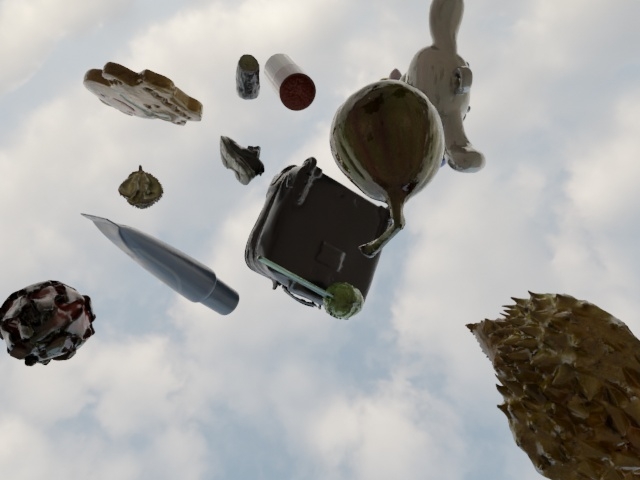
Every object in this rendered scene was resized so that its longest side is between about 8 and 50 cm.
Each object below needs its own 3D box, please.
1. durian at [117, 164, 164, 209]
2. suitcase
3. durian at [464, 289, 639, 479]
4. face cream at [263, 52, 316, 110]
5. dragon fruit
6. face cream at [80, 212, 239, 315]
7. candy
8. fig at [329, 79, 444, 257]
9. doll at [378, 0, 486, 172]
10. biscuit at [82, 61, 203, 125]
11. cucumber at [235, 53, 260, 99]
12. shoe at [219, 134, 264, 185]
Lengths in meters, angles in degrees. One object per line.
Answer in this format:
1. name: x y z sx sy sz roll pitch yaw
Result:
1. durian: -0.469 -0.130 1.233 0.110 0.071 0.140 8 -129 -31
2. suitcase: 0.000 0.000 1.250 0.345 0.188 0.339 28 -107 -33
3. durian: 0.329 0.176 0.607 0.186 0.195 0.305 -8 -130 -37
4. face cream: -0.083 -0.414 1.235 0.096 0.095 0.214 -22 -143 -3
5. dragon fruit: -0.546 0.164 0.953 0.189 0.182 0.182 34 -103 35
6. face cream: -0.325 0.053 1.027 0.136 0.385 0.086 10 -115 44
7. candy: -0.019 0.099 1.045 0.092 0.335 0.093 -48 -135 10
8. fig: 0.081 -0.103 0.588 0.148 0.142 0.186 -21 -125 23
9. doll: 0.246 -0.304 1.093 0.187 0.365 0.376 16 -102 -14
10. biscuit: -0.331 -0.259 0.864 0.249 0.184 0.035 13 -99 29
11. cucumber: -0.180 -0.405 1.180 0.064 0.112 0.064 4 -121 -8
12. shoe: -0.194 -0.217 1.231 0.099 0.071 0.169 -24 -121 -27
